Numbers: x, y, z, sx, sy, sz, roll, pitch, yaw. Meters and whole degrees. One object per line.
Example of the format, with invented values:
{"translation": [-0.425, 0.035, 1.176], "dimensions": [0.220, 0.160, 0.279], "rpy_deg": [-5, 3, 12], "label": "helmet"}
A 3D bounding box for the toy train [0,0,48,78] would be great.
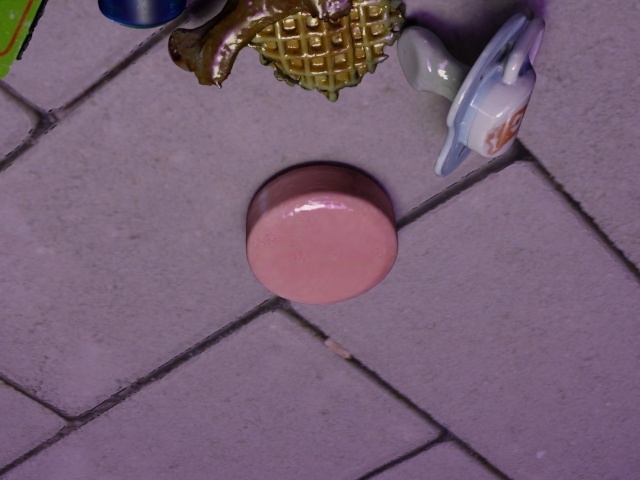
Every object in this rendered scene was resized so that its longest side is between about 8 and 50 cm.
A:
{"translation": [-0.444, -0.326, 1.276], "dimensions": [0.249, 0.173, 0.307], "rpy_deg": [25, 87, -28], "label": "toy train"}

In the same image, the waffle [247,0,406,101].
{"translation": [0.008, -0.294, 1.481], "dimensions": [0.208, 0.054, 0.214], "rpy_deg": [29, 121, -30], "label": "waffle"}

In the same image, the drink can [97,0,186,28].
{"translation": [-0.228, -0.374, 1.353], "dimensions": [0.118, 0.118, 0.204], "rpy_deg": [-1, 133, -3], "label": "drink can"}

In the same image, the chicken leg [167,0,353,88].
{"translation": [-0.035, -0.322, 1.330], "dimensions": [0.140, 0.211, 0.361], "rpy_deg": [13, 119, -39], "label": "chicken leg"}

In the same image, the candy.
{"translation": [0.000, 0.000, 1.723], "dimensions": [0.255, 0.094, 0.255], "rpy_deg": [-2, 132, -3], "label": "candy"}

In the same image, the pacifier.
{"translation": [0.194, -0.227, 1.505], "dimensions": [0.207, 0.227, 0.279], "rpy_deg": [30, 154, 13], "label": "pacifier"}
